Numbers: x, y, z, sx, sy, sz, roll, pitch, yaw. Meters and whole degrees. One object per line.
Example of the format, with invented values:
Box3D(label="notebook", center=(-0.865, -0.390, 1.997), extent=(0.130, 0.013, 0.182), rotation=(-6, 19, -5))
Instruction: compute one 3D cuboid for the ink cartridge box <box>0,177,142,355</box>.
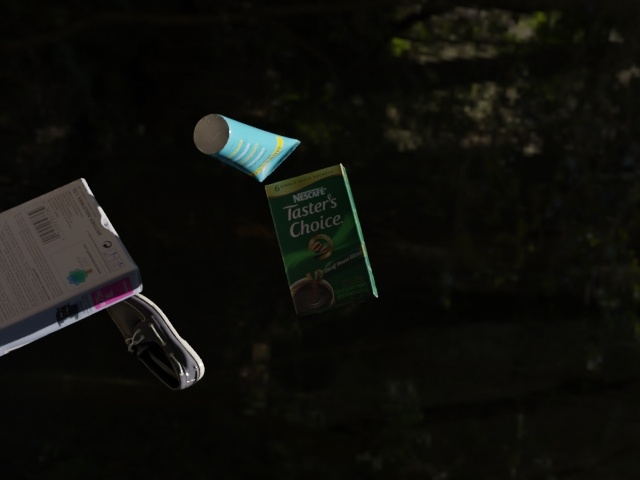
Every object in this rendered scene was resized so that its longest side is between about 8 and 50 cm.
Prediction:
Box3D(label="ink cartridge box", center=(-0.413, 0.053, 1.811), extent=(0.186, 0.311, 0.065), rotation=(55, -20, 35))

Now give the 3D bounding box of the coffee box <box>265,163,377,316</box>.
Box3D(label="coffee box", center=(0.000, 0.000, 1.835), extent=(0.040, 0.113, 0.184), rotation=(41, 36, -76))

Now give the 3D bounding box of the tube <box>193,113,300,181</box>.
Box3D(label="tube", center=(-0.098, -0.123, 1.842), extent=(0.080, 0.207, 0.052), rotation=(-40, -110, 14))

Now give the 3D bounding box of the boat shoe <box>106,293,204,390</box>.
Box3D(label="boat shoe", center=(-0.278, 0.160, 2.227), extent=(0.075, 0.206, 0.065), rotation=(-48, 176, 35))
